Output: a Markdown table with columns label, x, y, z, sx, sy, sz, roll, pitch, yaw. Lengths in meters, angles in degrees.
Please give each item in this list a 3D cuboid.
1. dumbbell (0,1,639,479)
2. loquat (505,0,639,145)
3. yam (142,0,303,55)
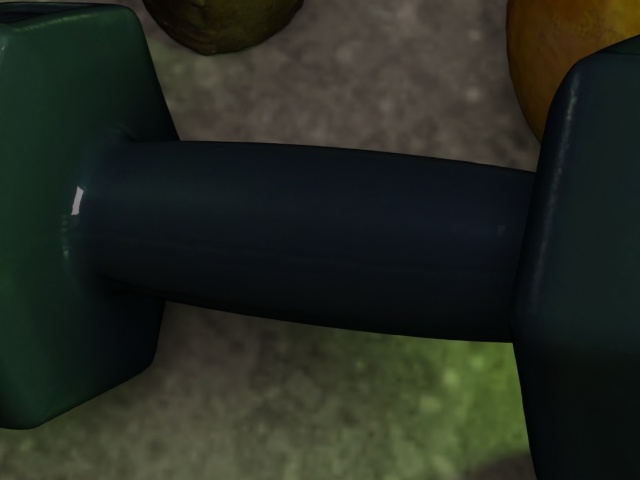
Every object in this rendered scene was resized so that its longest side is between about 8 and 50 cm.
| label | x | y | z | sx | sy | sz | roll | pitch | yaw |
| --- | --- | --- | --- | --- | --- | --- | --- | --- | --- |
| dumbbell | 0.000 | -0.001 | 0.577 | 0.316 | 0.156 | 0.144 | 6 | 44 | 25 |
| loquat | 0.133 | -0.075 | 0.637 | 0.141 | 0.141 | 0.141 | -1 | 76 | 2 |
| yam | -0.043 | -0.131 | 0.667 | 0.084 | 0.127 | 0.084 | -2 | 71 | 5 |
